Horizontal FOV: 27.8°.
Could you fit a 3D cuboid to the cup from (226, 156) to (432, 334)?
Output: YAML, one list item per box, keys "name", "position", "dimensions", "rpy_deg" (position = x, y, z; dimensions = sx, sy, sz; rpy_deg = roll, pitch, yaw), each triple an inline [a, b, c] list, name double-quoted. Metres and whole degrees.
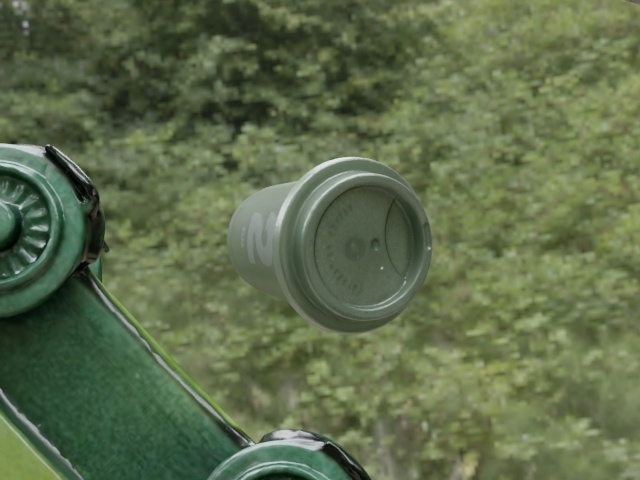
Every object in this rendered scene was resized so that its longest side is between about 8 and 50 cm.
- name: "cup"
  position: [0.000, 0.000, 0.908]
  dimensions: [0.120, 0.120, 0.141]
  rpy_deg: [-2, 6, -28]

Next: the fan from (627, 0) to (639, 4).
- name: "fan"
  position: [0.133, -0.087, 0.384]
  dimensions: [0.130, 0.244, 0.074]
  rpy_deg: [-15, -20, -16]

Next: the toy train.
- name: "toy train"
  position: [-0.138, 0.121, 0.639]
  dimensions: [0.237, 0.369, 0.150]
  rpy_deg: [-43, -4, -10]
